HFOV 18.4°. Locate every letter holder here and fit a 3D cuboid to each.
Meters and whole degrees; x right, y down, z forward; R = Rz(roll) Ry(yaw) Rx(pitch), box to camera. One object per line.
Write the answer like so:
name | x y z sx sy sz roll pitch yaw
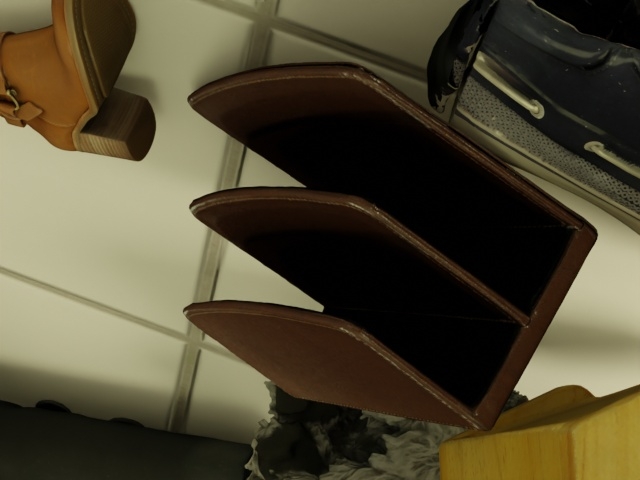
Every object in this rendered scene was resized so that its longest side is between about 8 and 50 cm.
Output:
letter holder | 0.000 0.000 1.333 0.214 0.152 0.302 36 166 -20

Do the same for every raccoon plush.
raccoon plush | 0.130 0.247 1.639 0.446 0.216 0.299 21 158 26

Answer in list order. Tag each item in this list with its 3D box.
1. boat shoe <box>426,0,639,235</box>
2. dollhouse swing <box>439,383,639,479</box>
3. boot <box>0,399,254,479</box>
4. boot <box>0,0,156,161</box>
boat shoe | 0.233 -0.071 1.183 0.340 0.127 0.158 22 157 1
dollhouse swing | 0.258 0.197 1.219 0.304 0.315 0.347 -2 172 -10
boot | -0.269 0.196 1.889 0.445 0.146 0.367 15 159 18
boot | -0.209 -0.131 1.421 0.152 0.073 0.197 16 147 17
